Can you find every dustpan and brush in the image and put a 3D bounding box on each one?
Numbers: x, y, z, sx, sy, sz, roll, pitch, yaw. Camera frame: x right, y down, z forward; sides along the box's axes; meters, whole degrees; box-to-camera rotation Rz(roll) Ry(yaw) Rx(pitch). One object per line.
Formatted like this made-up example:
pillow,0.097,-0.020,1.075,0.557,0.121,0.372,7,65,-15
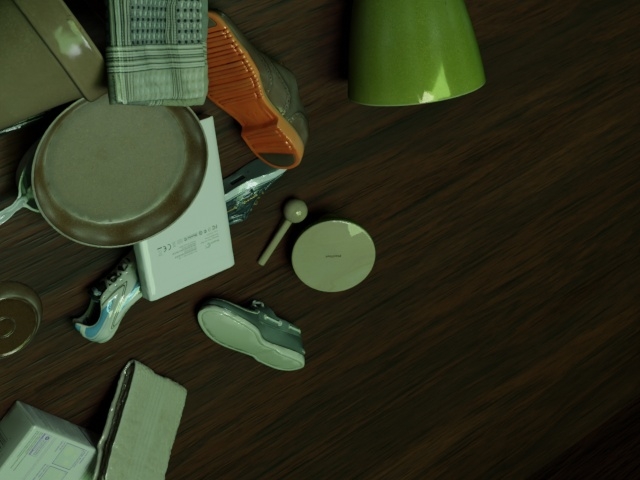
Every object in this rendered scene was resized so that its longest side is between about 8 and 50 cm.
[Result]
dustpan and brush,-0.497,-0.088,1.833,0.211,0.060,0.147,-34,135,-19

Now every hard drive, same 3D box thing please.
hard drive,-0.269,-0.063,1.995,0.203,0.040,0.307,-24,118,-36

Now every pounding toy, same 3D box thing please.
pounding toy,0.000,0.000,2.318,0.237,0.110,0.183,22,116,-17

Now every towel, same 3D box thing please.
towel,-0.244,-0.365,1.658,0.324,0.056,0.312,-24,114,-71
towel,-0.375,0.410,2.205,0.187,0.049,0.282,41,56,-49

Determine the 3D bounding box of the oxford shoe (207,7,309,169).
oxford shoe,-0.130,-0.303,1.993,0.364,0.130,0.133,59,42,-39

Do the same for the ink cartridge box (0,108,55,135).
ink cartridge box,-0.542,-0.215,1.719,0.207,0.046,0.097,-25,130,-26

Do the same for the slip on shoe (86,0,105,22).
slip on shoe,-0.313,-0.399,1.747,0.123,0.101,0.331,-51,137,2

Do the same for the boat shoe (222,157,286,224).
boat shoe,-0.142,-0.101,2.137,0.183,0.065,0.083,-28,133,-14

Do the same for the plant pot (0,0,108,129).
plant pot,-0.472,-0.278,1.590,0.229,0.263,0.263,-37,136,-7

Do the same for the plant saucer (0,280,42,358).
plant saucer,-0.585,0.154,1.947,0.168,0.029,0.168,-21,129,-29

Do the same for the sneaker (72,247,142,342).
sneaker,-0.388,0.088,2.035,0.086,0.085,0.237,32,91,-40

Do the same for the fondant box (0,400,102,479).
fondant box,-0.553,0.491,2.154,0.238,0.096,0.330,-52,137,-1

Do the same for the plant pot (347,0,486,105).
plant pot,0.172,-0.439,2.057,0.275,0.275,0.293,-20,114,-30

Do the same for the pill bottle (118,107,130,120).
pill bottle,-0.333,-0.235,1.857,0.152,0.086,0.086,-1,118,-41

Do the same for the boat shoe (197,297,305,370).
boat shoe,-0.148,0.188,2.325,0.319,0.116,0.099,35,49,-41

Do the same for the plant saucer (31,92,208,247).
plant saucer,-0.346,-0.132,1.823,0.310,0.050,0.310,-16,128,-21
